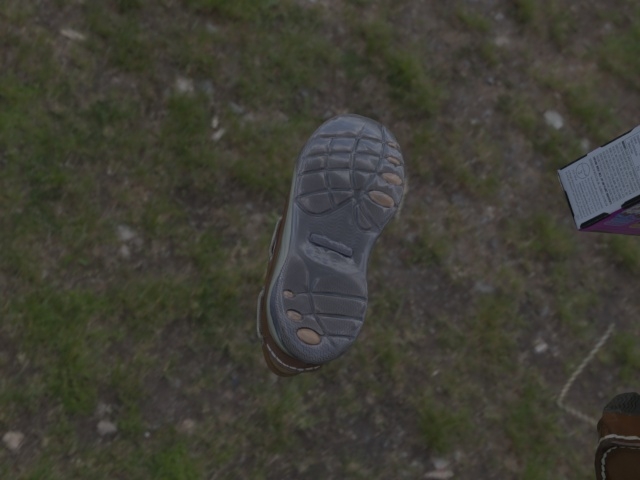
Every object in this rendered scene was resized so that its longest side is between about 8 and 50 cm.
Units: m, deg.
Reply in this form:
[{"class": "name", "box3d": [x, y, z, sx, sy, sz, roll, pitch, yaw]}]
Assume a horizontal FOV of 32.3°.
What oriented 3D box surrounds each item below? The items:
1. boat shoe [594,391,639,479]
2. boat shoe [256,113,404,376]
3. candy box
[{"class": "boat shoe", "box3d": [0.239, 0.232, 0.644, 0.120, 0.122, 0.324, -51, 123, -36]}, {"class": "boat shoe", "box3d": [0.000, 0.000, 1.163, 0.123, 0.116, 0.324, 27, 53, -8]}, {"class": "candy box", "box3d": [0.367, -0.082, 1.052, 0.159, 0.233, 0.071, 3, 65, -46]}]
